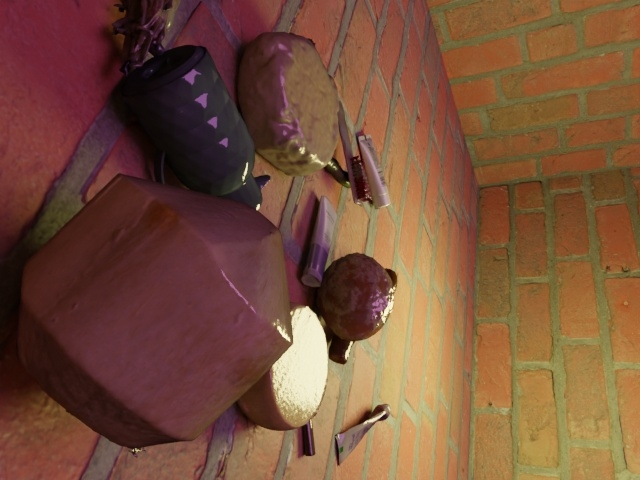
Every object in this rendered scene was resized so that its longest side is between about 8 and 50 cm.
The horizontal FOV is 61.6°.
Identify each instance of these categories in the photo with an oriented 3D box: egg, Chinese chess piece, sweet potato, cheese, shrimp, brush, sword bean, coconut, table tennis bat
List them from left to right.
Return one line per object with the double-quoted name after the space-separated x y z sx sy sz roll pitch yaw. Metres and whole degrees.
-0.294 -0.408 0.778 0.247 0.085 0.359 11 71 -54 "shrimp"
-0.178 0.070 0.639 0.323 0.323 0.322 23 65 -62 "coconut"
-0.076 0.247 1.068 0.251 0.097 0.250 21 67 -61 "Chinese chess piece"
-0.059 -0.309 1.203 0.326 0.115 0.317 -55 133 -56 "cheese"
-0.033 0.370 1.227 0.131 0.022 0.234 10 73 -65 "table tennis bat"
0.032 -0.208 1.458 0.269 0.038 0.043 39 38 -56 "sword bean"
0.090 -0.255 1.523 0.060 0.050 0.320 13 62 -61 "brush"
0.085 0.140 1.318 0.195 0.195 0.233 54 36 -47 "egg"
0.111 0.196 1.474 0.385 0.109 0.109 -48 128 -42 "sweet potato"

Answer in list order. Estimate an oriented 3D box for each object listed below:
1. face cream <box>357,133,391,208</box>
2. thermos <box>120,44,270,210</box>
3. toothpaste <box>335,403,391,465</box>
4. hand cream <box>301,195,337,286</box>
0.173 -0.224 1.744 0.092 0.058 0.243 -27 104 -57 "face cream"
-0.194 -0.146 0.863 0.182 0.145 0.286 -42 130 -21 "thermos"
0.123 0.519 1.490 0.301 0.048 0.075 -10 122 -58 "toothpaste"
0.000 0.000 1.334 0.079 0.048 0.255 57 36 -42 "hand cream"
